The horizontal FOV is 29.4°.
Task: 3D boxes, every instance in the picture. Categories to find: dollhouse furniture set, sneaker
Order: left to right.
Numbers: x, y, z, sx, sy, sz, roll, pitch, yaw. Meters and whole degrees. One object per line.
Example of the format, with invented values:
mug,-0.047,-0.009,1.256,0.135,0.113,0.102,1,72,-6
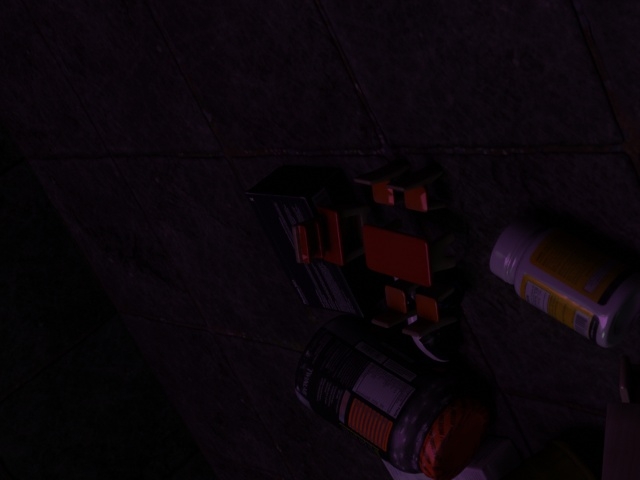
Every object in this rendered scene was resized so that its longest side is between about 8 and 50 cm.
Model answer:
dollhouse furniture set,0.089,0.012,2.002,0.259,0.135,0.262,15,119,48
sneaker,0.207,0.124,2.093,0.121,0.079,0.216,5,127,55
dollhouse furniture set,0.546,0.282,1.625,0.304,0.286,0.198,0,148,20

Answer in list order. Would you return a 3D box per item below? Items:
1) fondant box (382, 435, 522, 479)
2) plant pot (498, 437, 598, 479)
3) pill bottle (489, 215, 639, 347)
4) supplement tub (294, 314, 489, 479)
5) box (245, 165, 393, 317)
fondant box,0.289,0.495,2.400,0.330,0.096,0.238,-3,122,58
plant pot,0.326,0.575,2.035,0.366,0.353,0.366,62,174,11
pill bottle,0.355,0.054,1.754,0.208,0.119,0.119,33,147,30
supplement tub,0.133,0.295,2.271,0.338,0.207,0.207,31,146,33
box,0.000,0.000,2.226,0.184,0.103,0.261,5,128,50
